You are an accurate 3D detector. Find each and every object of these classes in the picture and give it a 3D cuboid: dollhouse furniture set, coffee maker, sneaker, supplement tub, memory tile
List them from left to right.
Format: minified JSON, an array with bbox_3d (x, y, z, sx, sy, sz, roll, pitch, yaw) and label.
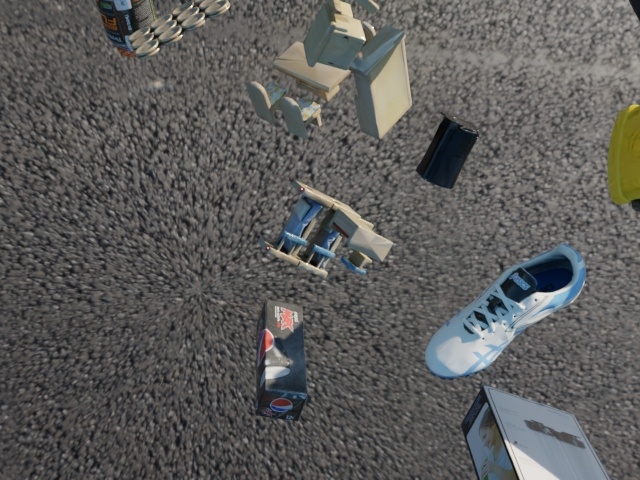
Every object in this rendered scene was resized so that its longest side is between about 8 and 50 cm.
[{"bbox_3d":[-0.417,-0.499,1.475,0.117,0.190,0.117,-1,51,1],"label":"supplement tub"},{"bbox_3d":[-0.199,-0.303,0.961,0.148,0.113,0.012,-32,127,-4],"label":"memory tile"},{"bbox_3d":[0.000,0.000,1.140,0.129,0.183,0.129,25,101,-30],"label":"dollhouse furniture set"},{"bbox_3d":[0.001,-0.299,0.704,0.101,0.161,0.181,9,50,-26],"label":"dollhouse furniture set"},{"bbox_3d":[0.038,-0.485,1.911,0.394,0.256,0.362,30,67,29],"label":"dollhouse furniture set"},{"bbox_3d":[0.336,-0.235,1.832,0.120,0.171,0.178,25,110,5],"label":"coffee maker"},{"bbox_3d":[0.224,0.083,0.851,0.237,0.085,0.086,-34,136,-8],"label":"sneaker"}]

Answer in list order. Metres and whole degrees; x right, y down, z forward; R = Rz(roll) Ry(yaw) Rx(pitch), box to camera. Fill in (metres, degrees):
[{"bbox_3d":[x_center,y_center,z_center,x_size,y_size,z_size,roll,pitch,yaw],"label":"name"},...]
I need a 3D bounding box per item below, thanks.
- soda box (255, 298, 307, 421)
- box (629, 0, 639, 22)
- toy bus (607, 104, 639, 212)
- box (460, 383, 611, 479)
[{"bbox_3d":[-0.054,0.157,0.924,0.060,0.169,0.053,12,125,-14],"label":"soda box"},{"bbox_3d":[0.592,-0.537,1.227,0.395,0.097,0.318,34,53,-40],"label":"box"},{"bbox_3d":[0.500,-0.112,0.841,0.220,0.211,0.149,7,83,0],"label":"toy bus"},{"bbox_3d":[0.317,0.341,0.974,0.169,0.290,0.087,19,111,-9],"label":"box"}]
